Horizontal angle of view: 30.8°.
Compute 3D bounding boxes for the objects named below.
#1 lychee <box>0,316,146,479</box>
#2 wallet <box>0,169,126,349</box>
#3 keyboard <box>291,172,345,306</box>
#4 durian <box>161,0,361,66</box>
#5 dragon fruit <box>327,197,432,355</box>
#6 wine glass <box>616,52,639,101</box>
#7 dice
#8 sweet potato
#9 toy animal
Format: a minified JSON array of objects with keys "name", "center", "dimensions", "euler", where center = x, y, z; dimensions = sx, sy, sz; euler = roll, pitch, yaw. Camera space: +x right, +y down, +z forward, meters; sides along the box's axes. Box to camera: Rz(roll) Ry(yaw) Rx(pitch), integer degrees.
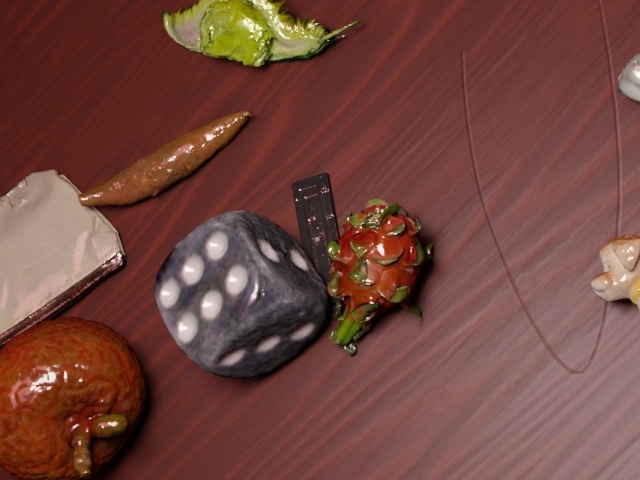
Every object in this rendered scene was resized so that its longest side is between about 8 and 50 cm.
[{"name":"lychee","center":[-0.379,0.236,1.702],"dimensions":[0.255,0.255,0.300],"euler":[-60,29,-1]},{"name":"wallet","center":[-0.491,0.041,1.916],"dimensions":[0.335,0.068,0.275],"euler":[-37,67,4]},{"name":"keyboard","center":[0.000,0.000,1.724],"dimensions":[0.061,0.013,0.204],"euler":[-17,68,19]},{"name":"durian","center":[-0.116,-0.338,1.826],"dimensions":[0.375,0.106,0.132],"euler":[11,86,31]},{"name":"dragon fruit","center":[0.078,0.058,1.616],"dimensions":[0.137,0.135,0.236],"euler":[15,103,28]},{"name":"wine glass","center":[0.473,-0.187,1.528],"dimensions":[0.155,0.072,0.072],"euler":[37,92,28]},{"name":"dice","center":[-0.111,0.078,1.651],"dimensions":[0.182,0.183,0.181],"euler":[-43,59,17]},{"name":"sweet potato","center":[-0.239,-0.118,1.842],"dimensions":[0.314,0.066,0.072],"euler":[-26,73,13]},{"name":"toy animal","center":[0.444,0.040,1.445],"dimensions":[0.184,0.104,0.185],"euler":[-53,52,24]}]
